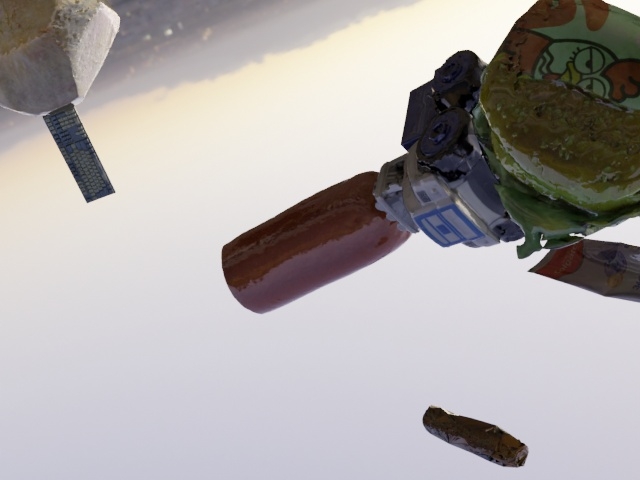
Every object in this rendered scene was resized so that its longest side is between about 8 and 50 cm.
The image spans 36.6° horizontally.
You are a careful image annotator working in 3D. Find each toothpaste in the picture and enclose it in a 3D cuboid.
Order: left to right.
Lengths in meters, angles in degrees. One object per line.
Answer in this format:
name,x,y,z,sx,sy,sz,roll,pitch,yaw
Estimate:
toothpaste,0.377,0.037,1.169,0.301,0.048,0.075,12,-103,58

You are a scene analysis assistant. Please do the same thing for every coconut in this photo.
coconut,-0.389,-0.286,1.314,0.197,0.237,0.237,18,-163,2

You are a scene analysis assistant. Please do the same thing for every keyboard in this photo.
keyboard,-0.398,-0.140,1.601,0.055,0.176,0.014,-20,-144,-2

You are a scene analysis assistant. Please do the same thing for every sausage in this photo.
sausage,0.000,0.000,1.202,0.259,0.114,0.113,-28,-171,25

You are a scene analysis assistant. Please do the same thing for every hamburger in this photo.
hamburger,0.227,-0.094,0.835,0.235,0.125,0.214,-46,-121,-5

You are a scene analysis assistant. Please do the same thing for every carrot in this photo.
carrot,0.287,0.369,1.829,0.069,0.069,0.228,-31,-148,-35

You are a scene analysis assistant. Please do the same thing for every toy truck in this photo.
toy truck,0.142,-0.089,1.066,0.177,0.161,0.213,-22,-141,37
